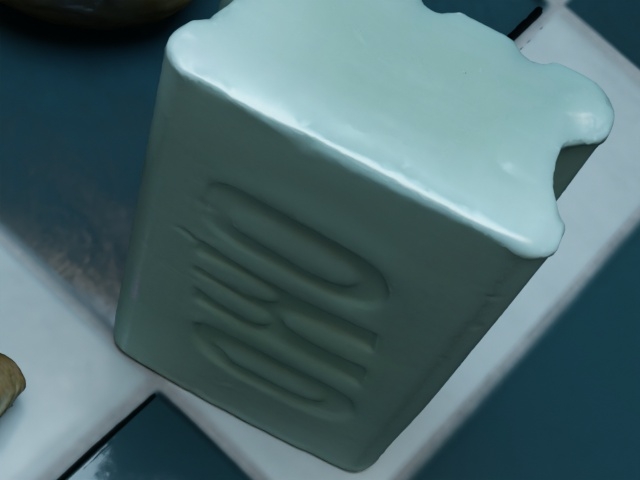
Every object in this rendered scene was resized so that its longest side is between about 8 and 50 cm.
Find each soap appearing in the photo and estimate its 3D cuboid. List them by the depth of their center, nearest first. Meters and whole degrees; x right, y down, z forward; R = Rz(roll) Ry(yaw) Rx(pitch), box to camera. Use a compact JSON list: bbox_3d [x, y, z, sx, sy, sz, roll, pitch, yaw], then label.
[{"bbox_3d":[0.000,0.000,0.581,0.159,0.265,0.088,28,61,1],"label":"soap"}]

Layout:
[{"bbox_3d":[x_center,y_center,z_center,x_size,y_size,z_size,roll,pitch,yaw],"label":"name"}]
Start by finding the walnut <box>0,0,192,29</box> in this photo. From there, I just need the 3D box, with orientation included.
[{"bbox_3d":[-0.130,-0.188,0.720,0.162,0.140,0.140,8,62,-26],"label":"walnut"}]

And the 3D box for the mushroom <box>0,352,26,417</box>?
[{"bbox_3d":[-0.227,0.106,0.578,0.072,0.094,0.210,43,67,5],"label":"mushroom"}]
